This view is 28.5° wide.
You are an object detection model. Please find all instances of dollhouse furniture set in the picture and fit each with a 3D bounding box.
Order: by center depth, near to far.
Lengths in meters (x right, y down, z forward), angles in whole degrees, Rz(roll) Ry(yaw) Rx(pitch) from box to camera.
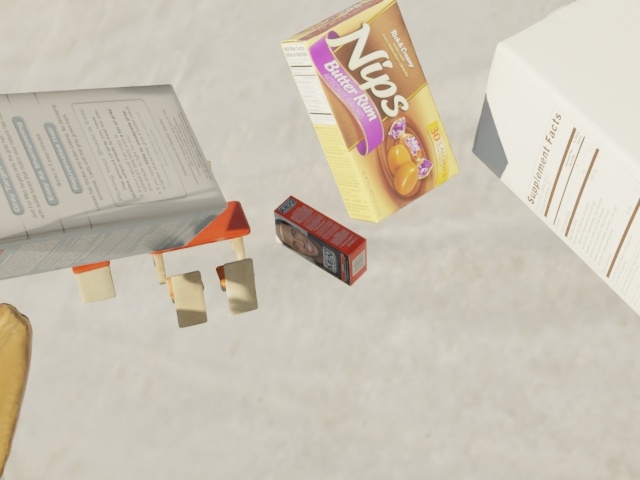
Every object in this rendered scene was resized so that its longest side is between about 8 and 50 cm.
[{"bbox_3d":[-0.232,-0.007,1.801,0.262,0.259,0.135,-117,18,-49],"label":"dollhouse furniture set"}]

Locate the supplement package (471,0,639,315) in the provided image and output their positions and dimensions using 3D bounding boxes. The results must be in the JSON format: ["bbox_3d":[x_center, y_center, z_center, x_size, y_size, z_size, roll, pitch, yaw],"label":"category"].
[{"bbox_3d":[0.320,-0.087,1.257,0.293,0.177,0.175,49,155,26],"label":"supplement package"}]

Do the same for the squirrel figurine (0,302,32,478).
[{"bbox_3d":[-0.410,0.181,1.053,0.370,0.281,0.397,-166,79,-69],"label":"squirrel figurine"}]

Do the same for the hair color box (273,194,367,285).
[{"bbox_3d":[0.000,0.000,1.812,0.043,0.141,0.072,-43,-31,-29],"label":"hair color box"}]

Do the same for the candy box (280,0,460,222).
[{"bbox_3d":[0.049,-0.124,1.184,0.109,0.187,0.053,-31,21,-24],"label":"candy box"}]

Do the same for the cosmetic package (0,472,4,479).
[{"bbox_3d":[-0.557,0.371,1.861,0.113,0.160,0.309,-86,2,-53],"label":"cosmetic package"}]

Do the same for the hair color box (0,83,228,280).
[{"bbox_3d":[-0.309,-0.071,1.489,0.113,0.374,0.185,-38,71,41],"label":"hair color box"}]
